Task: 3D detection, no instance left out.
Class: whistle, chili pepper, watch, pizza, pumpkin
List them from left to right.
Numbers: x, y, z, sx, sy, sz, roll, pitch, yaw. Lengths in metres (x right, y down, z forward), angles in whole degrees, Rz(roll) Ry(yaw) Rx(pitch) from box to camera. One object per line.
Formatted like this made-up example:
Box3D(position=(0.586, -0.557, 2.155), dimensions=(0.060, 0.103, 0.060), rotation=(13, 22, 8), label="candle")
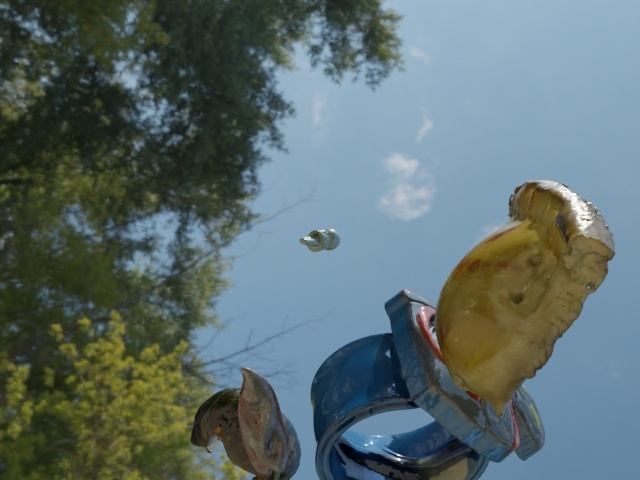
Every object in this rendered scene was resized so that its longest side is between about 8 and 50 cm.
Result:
Box3D(position=(-0.114, 0.282, 1.153), dimensions=(0.183, 0.119, 0.107), rotation=(20, -61, 29), label="pumpkin")
Box3D(position=(-0.067, 0.213, 0.877), dimensions=(0.041, 0.050, 0.153), rotation=(-4, -76, 55), label="chili pepper")
Box3D(position=(0.000, 0.000, 1.193), dimensions=(0.035, 0.100, 0.035), rotation=(2, -87, 32), label="whistle")
Box3D(position=(0.143, 0.251, 1.061), dimensions=(0.274, 0.305, 0.241), rotation=(-43, -154, 22), label="watch")
Box3D(position=(0.139, 0.035, 0.573), dimensions=(0.080, 0.204, 0.188), rotation=(21, -89, 1), label="pizza")
